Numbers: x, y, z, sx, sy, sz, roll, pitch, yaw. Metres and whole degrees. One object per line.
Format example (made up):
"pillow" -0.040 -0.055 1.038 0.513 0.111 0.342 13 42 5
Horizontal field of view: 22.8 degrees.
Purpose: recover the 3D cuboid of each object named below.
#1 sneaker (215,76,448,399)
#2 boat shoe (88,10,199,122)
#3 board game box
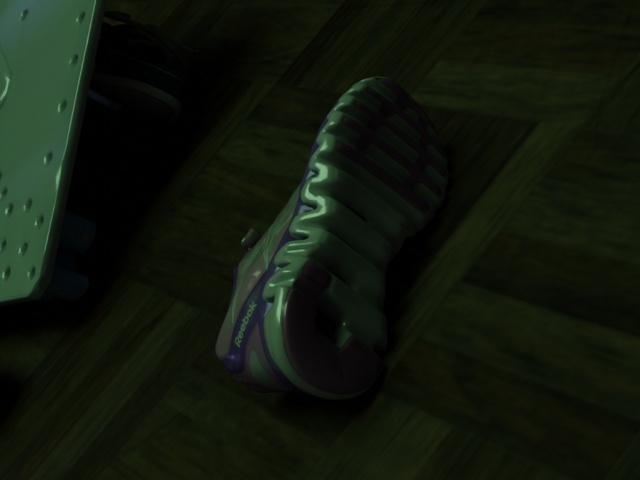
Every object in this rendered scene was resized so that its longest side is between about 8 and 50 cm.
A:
"sneaker" 0.000 0.000 0.968 0.104 0.095 0.236 -26 33 47
"boat shoe" -0.169 -0.157 1.416 0.079 0.095 0.254 -59 20 -4
"board game box" -0.287 -0.114 1.396 0.390 0.050 0.390 -11 65 50
